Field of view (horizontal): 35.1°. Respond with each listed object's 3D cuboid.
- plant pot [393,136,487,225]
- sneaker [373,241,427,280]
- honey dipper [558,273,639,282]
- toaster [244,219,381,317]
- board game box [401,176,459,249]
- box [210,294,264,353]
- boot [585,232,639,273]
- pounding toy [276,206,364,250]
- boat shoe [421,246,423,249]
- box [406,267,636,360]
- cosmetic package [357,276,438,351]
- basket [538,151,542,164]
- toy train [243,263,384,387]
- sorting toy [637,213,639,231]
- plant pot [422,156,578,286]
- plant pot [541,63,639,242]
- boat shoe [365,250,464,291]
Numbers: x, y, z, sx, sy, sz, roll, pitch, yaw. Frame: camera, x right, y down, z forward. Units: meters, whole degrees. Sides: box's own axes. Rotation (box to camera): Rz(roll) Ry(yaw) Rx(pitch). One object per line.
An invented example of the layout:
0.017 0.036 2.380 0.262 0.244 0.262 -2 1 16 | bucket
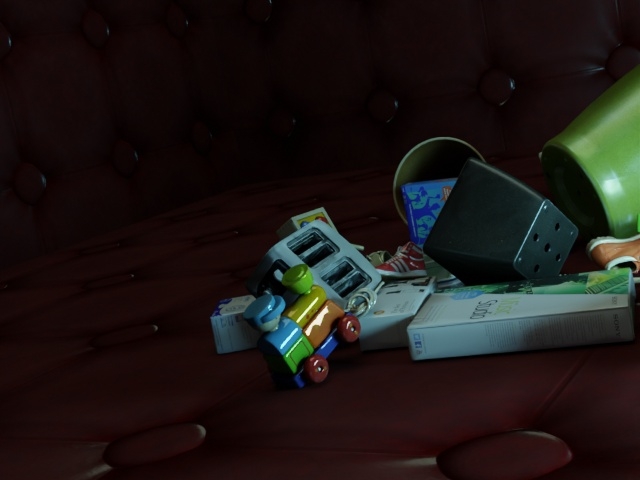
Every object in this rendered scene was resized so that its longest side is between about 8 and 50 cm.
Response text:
0.332 -0.116 2.436 0.237 0.237 0.254 -7 -5 25 | plant pot
0.133 0.036 1.796 0.118 0.067 0.042 1 -12 -28 | sneaker
0.477 0.068 1.680 0.160 0.030 0.030 -3 12 26 | honey dipper
-0.005 0.072 1.718 0.185 0.168 0.110 -32 -18 -50 | toaster
0.291 -0.057 2.231 0.210 0.160 0.047 -5 12 34 | board game box
-0.117 0.142 1.800 0.137 0.072 0.126 -10 10 4 | box
0.554 0.030 1.768 0.158 0.059 0.085 -7 28 -9 | boot
0.000 0.000 2.360 0.130 0.141 0.100 -21 -15 -44 | pounding toy
0.334 0.008 1.942 0.302 0.114 0.091 -2 19 42 | boat shoe
0.312 0.109 1.540 0.322 0.058 0.232 -7 10 18 | box
0.134 0.118 1.685 0.098 0.060 0.239 -10 9 16 | cosmetic package
0.649 -0.181 2.264 0.289 0.255 0.201 -26 11 -15 | basket
-0.006 0.092 1.535 0.105 0.143 0.248 0 39 47 | toy train
0.700 -0.042 1.797 0.347 0.047 0.196 -3 5 -41 | sorting toy
0.321 -0.008 1.720 0.167 0.188 0.187 19 -12 46 | plant pot
0.644 -0.167 1.992 0.353 0.366 0.366 -29 12 -8 | plant pot
0.121 0.065 1.903 0.302 0.094 0.109 -7 10 20 | boat shoe
